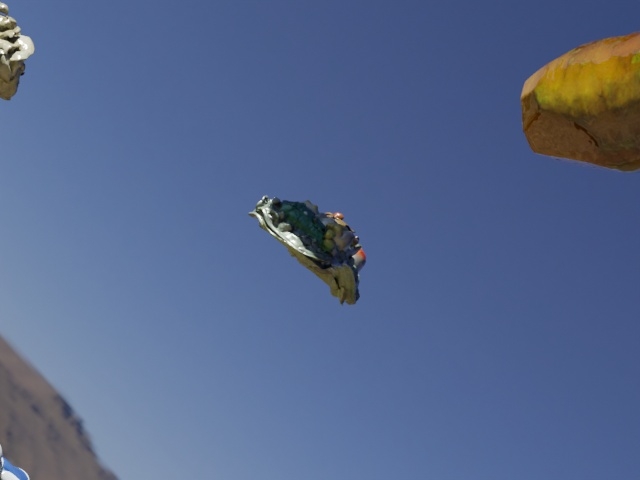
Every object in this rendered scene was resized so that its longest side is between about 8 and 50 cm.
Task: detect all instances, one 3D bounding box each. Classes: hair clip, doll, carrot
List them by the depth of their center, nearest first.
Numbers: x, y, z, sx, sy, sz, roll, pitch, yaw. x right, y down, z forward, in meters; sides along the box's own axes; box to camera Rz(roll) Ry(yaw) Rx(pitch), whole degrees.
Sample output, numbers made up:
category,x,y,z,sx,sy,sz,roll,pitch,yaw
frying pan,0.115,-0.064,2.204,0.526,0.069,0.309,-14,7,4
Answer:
category,x,y,z,sx,sy,sz,roll,pitch,yaw
carrot,0.294,-0.116,1.030,0.302,0.114,0.114,-9,-55,41
doll,-0.364,0.254,1.520,0.099,0.057,0.143,23,-33,29
hair clip,0.001,-0.001,1.827,0.138,0.091,0.321,41,-3,14

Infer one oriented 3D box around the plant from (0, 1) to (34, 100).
category,x,y,z,sx,sy,sz,roll,pitch,yaw
plant,-0.338,-0.180,1.293,0.104,0.116,0.122,51,-1,20
